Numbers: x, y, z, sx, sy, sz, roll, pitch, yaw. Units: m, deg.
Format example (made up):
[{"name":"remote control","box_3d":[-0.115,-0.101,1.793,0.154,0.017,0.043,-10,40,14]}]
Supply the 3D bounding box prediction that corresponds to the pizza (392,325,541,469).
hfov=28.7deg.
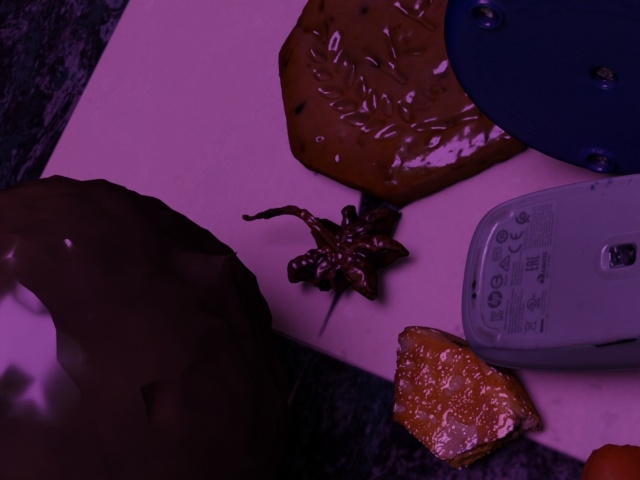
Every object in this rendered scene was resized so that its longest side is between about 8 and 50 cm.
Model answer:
[{"name":"pizza","box_3d":[0.118,0.137,1.088,0.160,0.036,0.099,35,90,41]}]

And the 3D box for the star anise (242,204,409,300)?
[{"name":"star anise","box_3d":[0.000,0.000,1.218,0.191,0.070,0.097,8,76,40]}]

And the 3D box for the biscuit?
[{"name":"biscuit","box_3d":[0.102,-0.204,1.258,0.359,0.046,0.359,-16,59,30]}]

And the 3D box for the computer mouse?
[{"name":"computer mouse","box_3d":[0.247,0.029,1.011,0.288,0.097,0.159,-12,63,43]}]

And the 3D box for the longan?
[{"name":"longan","box_3d":[-0.201,0.135,1.102,0.391,0.391,0.391,-15,61,29]}]

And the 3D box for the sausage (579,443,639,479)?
[{"name":"sausage","box_3d":[0.231,0.252,0.930,0.076,0.076,0.197,-12,63,31]}]

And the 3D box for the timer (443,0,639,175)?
[{"name":"timer","box_3d":[0.283,-0.276,1.061,0.270,0.270,0.383,0,54,35]}]
